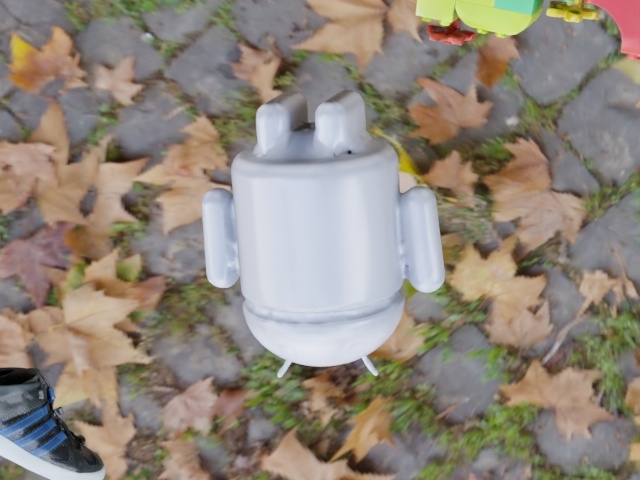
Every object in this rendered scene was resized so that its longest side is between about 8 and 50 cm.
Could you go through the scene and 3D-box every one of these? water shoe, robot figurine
[{"bbox_3d":[-0.266,0.161,1.069,0.073,0.203,0.080,25,81,54],"label":"water shoe"},{"bbox_3d":[0.000,0.000,1.408,0.300,0.200,0.353,2,106,18],"label":"robot figurine"}]

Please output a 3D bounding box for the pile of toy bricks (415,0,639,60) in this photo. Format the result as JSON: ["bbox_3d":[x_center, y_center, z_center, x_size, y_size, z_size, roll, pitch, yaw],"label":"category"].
[{"bbox_3d":[0.064,-0.122,0.441,0.212,0.118,0.105,18,119,22],"label":"pile of toy bricks"}]
